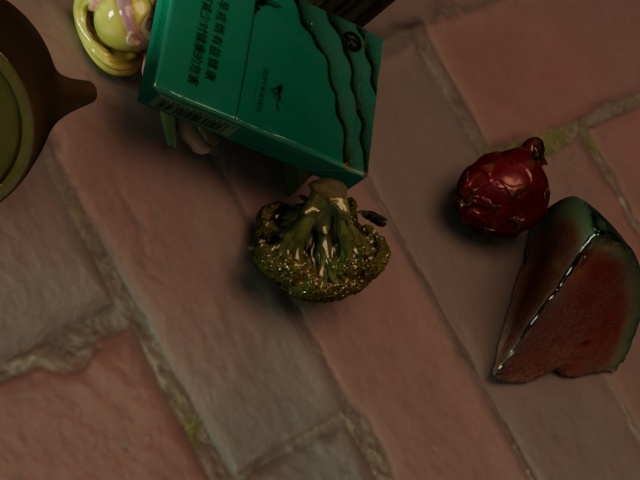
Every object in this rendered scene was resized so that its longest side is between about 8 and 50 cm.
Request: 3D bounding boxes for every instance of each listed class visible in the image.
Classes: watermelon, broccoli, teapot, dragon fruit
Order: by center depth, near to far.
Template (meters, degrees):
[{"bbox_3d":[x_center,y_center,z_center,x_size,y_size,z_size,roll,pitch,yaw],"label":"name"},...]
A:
[{"bbox_3d":[-0.321,-0.129,1.528,0.268,0.185,0.175,9,23,-2],"label":"teapot"},{"bbox_3d":[0.000,0.000,1.713,0.131,0.120,0.130,12,37,6],"label":"broccoli"},{"bbox_3d":[0.262,0.061,1.852,0.136,0.207,0.202,17,72,2],"label":"watermelon"},{"bbox_3d":[0.206,-0.060,1.915,0.094,0.094,0.190,56,37,1],"label":"dragon fruit"}]

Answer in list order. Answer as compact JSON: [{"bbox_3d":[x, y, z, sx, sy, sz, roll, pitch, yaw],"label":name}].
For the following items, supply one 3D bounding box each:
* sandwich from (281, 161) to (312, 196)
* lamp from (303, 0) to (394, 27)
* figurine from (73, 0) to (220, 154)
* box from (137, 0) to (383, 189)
[{"bbox_3d":[0.007,-0.103,1.800,0.074,0.074,0.116,6,65,-33],"label":"sandwich"},{"bbox_3d":[0.071,-0.296,1.776,0.089,0.325,0.090,3,64,-36],"label":"lamp"},{"bbox_3d":[-0.159,-0.159,1.723,0.083,0.083,0.187,-45,109,-41],"label":"figurine"},{"bbox_3d":[-0.051,-0.159,1.712,0.226,0.042,0.160,21,59,-25],"label":"box"}]
